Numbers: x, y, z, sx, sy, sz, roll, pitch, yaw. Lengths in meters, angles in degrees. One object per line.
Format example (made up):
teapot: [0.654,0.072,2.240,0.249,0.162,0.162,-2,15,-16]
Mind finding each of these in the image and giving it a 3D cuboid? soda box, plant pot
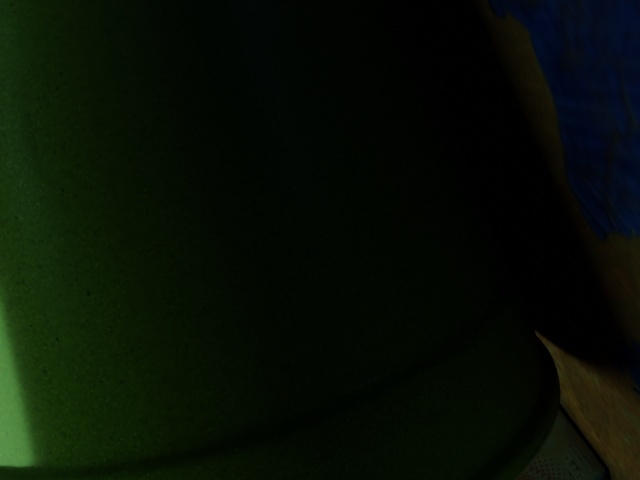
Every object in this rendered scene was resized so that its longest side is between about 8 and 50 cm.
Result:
soda box: [0.122,0.118,0.715,0.183,0.063,0.058,58,172,43]
plant pot: [-0.082,-0.054,0.565,0.366,0.366,0.353,-132,28,-73]
